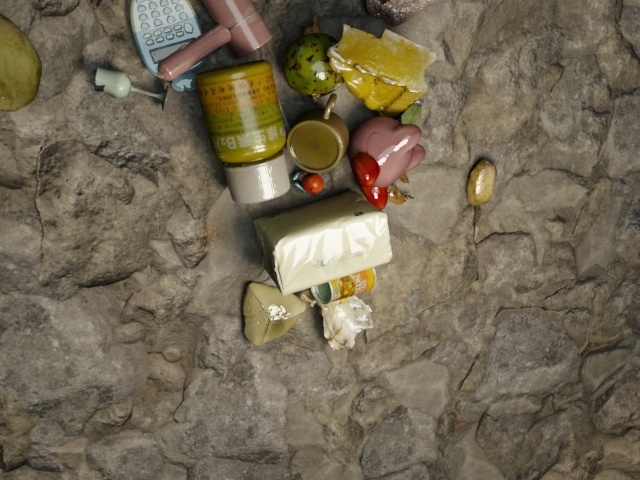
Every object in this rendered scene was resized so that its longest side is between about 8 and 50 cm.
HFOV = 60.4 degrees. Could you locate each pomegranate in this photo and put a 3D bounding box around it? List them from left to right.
[{"bbox_3d":[-0.021,-0.546,1.661,0.198,0.246,0.198,-13,149,-8],"label":"pomegranate"}]

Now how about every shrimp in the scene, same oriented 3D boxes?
[{"bbox_3d":[0.256,-0.199,1.923,0.187,0.051,0.132,34,94,-22],"label":"shrimp"}]

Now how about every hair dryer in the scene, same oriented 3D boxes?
[{"bbox_3d":[-0.323,-0.570,1.525,0.352,0.125,0.210,-42,118,-19],"label":"hair dryer"}]

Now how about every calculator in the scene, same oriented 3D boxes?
[{"bbox_3d":[-0.428,-0.575,1.565,0.188,0.042,0.302,-21,112,-13],"label":"calculator"}]

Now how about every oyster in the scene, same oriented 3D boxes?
[{"bbox_3d":[0.059,0.266,1.970,0.275,0.100,0.271,-14,86,-42],"label":"oyster"}]

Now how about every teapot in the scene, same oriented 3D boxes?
[{"bbox_3d":[0.004,-0.339,1.725,0.185,0.175,0.267,21,127,-1],"label":"teapot"}]

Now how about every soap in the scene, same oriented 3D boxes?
[{"bbox_3d":[0.148,-0.500,1.684,0.304,0.339,0.169,19,83,-8],"label":"soap"}]

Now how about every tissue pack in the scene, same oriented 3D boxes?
[{"bbox_3d":[0.000,0.000,1.766,0.380,0.297,0.207,-18,114,-15],"label":"tissue pack"}]

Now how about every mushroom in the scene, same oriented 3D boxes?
[{"bbox_3d":[-0.823,-0.427,1.378,0.212,0.217,0.292,8,104,-25],"label":"mushroom"}]

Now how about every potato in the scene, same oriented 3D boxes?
[{"bbox_3d":[0.594,-0.213,2.023,0.107,0.080,0.170,-1,105,-11],"label":"potato"}]

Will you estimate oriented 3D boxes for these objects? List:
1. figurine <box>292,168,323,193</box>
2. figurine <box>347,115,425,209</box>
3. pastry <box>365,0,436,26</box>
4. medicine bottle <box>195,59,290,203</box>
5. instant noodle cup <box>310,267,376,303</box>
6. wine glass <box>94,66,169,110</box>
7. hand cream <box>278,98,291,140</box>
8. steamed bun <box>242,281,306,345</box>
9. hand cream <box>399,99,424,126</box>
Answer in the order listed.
[{"bbox_3d":[-0.040,-0.190,1.774,0.068,0.140,0.075,41,91,-30],"label":"figurine"},{"bbox_3d":[0.181,-0.281,1.778,0.261,0.211,0.269,-47,155,-2],"label":"figurine"},{"bbox_3d":[0.275,-0.750,1.722,0.265,0.103,0.112,-23,96,-5],"label":"pastry"},{"bbox_3d":[-0.217,-0.319,1.624,0.224,0.224,0.384,-17,113,-14],"label":"medicine bottle"},{"bbox_3d":[0.067,0.132,1.872,0.185,0.168,0.168,-19,114,-37],"label":"instant noodle cup"},{"bbox_3d":[-0.535,-0.430,1.554,0.195,0.079,0.079,11,103,-22],"label":"wine glass"},{"bbox_3d":[-0.141,-0.405,1.723,0.067,0.042,0.194,-28,111,-9],"label":"hand cream"},{"bbox_3d":[-0.172,0.271,1.898,0.231,0.110,0.212,18,101,-21],"label":"steamed bun"},{"bbox_3d":[0.298,-0.370,1.891,0.086,0.055,0.235,6,97,-24],"label":"hand cream"}]
